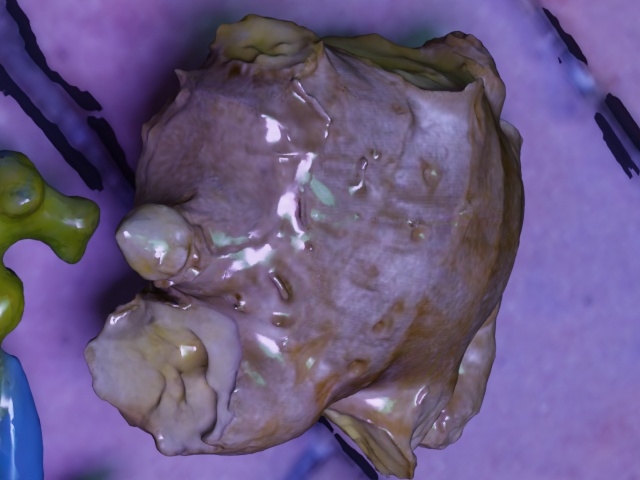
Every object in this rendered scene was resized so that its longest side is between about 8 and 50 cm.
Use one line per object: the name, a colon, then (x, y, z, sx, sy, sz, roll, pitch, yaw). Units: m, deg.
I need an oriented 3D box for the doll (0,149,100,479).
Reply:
doll: (-0.215, 0.141, 0.600, 0.346, 0.099, 0.341, 0, 100, -23)

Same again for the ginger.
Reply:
ginger: (0.000, 0.000, 0.655, 0.216, 0.102, 0.157, 4, 106, -54)
